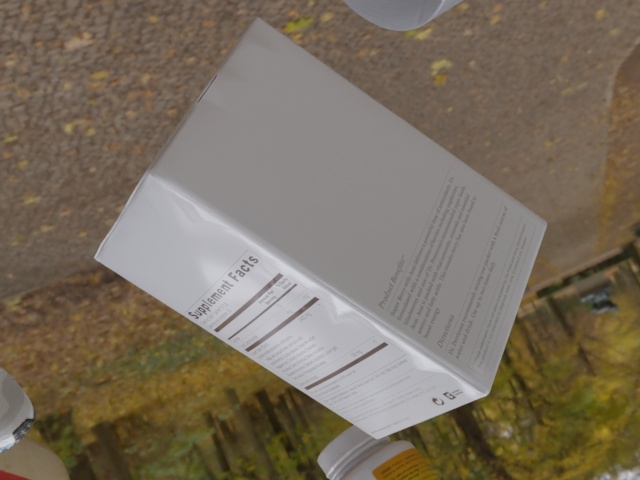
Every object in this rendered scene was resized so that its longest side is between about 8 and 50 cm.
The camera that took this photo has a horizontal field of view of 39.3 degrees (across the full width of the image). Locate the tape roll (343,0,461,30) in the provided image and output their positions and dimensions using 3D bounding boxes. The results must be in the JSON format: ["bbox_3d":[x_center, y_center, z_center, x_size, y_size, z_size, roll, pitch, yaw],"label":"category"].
[{"bbox_3d":[0.068,-0.315,0.854,0.072,0.219,0.219,-36,175,-24],"label":"tape roll"}]

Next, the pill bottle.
[{"bbox_3d":[0.090,0.306,0.990,0.117,0.215,0.117,-31,155,-16],"label":"pill bottle"}]

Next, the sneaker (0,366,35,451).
[{"bbox_3d":[-0.270,0.070,0.584,0.071,0.191,0.083,-53,169,-43],"label":"sneaker"}]

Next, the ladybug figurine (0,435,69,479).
[{"bbox_3d":[-0.423,0.310,0.885,0.305,0.162,0.449,-41,148,17],"label":"ladybug figurine"}]

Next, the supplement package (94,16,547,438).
[{"bbox_3d":[0.000,0.000,0.734,0.175,0.293,0.177,-41,-162,56],"label":"supplement package"}]
